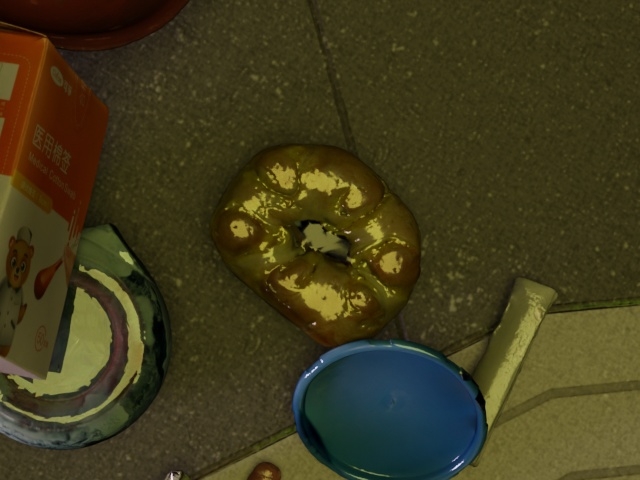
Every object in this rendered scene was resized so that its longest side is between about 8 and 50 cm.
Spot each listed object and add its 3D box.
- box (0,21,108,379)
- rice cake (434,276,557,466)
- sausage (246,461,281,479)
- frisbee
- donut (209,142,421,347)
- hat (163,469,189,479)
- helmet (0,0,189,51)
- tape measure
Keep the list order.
[{"bbox_3d":[-0.358,-0.041,1.588,0.143,0.225,0.341,7,75,12],"label":"box"},{"bbox_3d":[0.222,0.170,1.853,0.057,0.052,0.256,25,88,-3],"label":"rice cake"},{"bbox_3d":[-0.094,0.351,1.827,0.036,0.042,0.158,26,85,-44],"label":"sausage"},{"bbox_3d":[0.086,0.209,1.797,0.242,0.045,0.242,5,124,7],"label":"frisbee"},{"bbox_3d":[0.000,0.000,1.791,0.208,0.128,0.261,-45,95,-5],"label":"donut"},{"bbox_3d":[-0.220,0.361,1.772,0.166,0.122,0.081,-34,81,-29],"label":"hat"},{"bbox_3d":[-0.332,-0.380,1.692,0.385,0.230,0.337,-4,94,-25],"label":"helmet"},{"bbox_3d":[-0.307,0.111,1.750,0.256,0.147,0.275,-8,87,0],"label":"tape measure"}]
